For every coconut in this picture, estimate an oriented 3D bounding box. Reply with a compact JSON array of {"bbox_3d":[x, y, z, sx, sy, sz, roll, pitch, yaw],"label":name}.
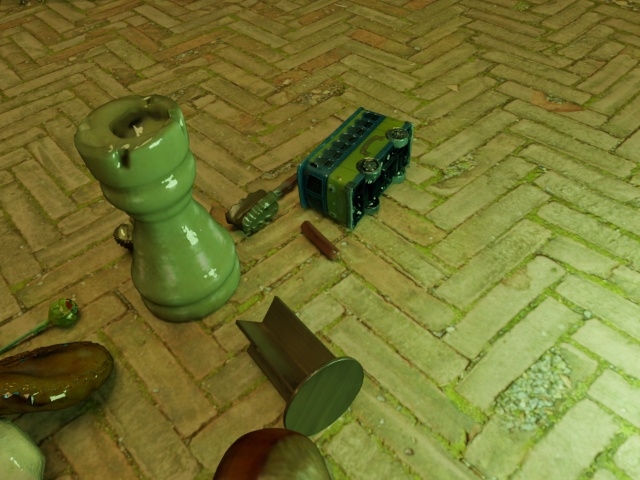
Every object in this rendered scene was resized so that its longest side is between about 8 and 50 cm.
[{"bbox_3d":[-0.553,0.381,0.749,0.171,0.171,0.183,26,49,25],"label":"coconut"}]

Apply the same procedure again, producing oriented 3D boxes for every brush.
[{"bbox_3d":[-0.120,-0.124,1.235,0.084,0.071,0.301,26,50,29],"label":"brush"}]

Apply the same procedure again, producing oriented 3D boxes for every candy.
[{"bbox_3d":[-0.614,0.192,1.010,0.194,0.058,0.062,-33,45,-12],"label":"candy"}]

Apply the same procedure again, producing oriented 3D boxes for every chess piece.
[{"bbox_3d":[-0.306,-0.048,0.928,0.234,0.442,0.234,-2,48,2],"label":"chess piece"}]

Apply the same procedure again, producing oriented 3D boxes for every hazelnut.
[{"bbox_3d":[-0.082,0.387,0.700,0.214,0.176,0.214,-25,32,17],"label":"hazelnut"}]

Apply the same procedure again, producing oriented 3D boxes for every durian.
[{"bbox_3d":[-0.432,-0.009,1.152,0.140,0.071,0.110,6,43,28],"label":"durian"}]

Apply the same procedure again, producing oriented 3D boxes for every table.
[{"bbox_3d":[-0.055,0.217,0.873,0.167,0.167,0.226,-31,44,-21],"label":"table"}]

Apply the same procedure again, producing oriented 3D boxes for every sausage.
[{"bbox_3d":[0.000,0.000,1.130,0.030,0.035,0.147,-50,54,6],"label":"sausage"}]

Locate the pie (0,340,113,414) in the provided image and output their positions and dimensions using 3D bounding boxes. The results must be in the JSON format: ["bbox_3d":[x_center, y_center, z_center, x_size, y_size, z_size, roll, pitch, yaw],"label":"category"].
[{"bbox_3d":[-0.525,0.250,0.865,0.273,0.069,0.273,2,6,0],"label":"pie"}]

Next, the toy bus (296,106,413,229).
[{"bbox_3d":[0.097,-0.192,1.214,0.190,0.152,0.312,25,55,24],"label":"toy bus"}]
